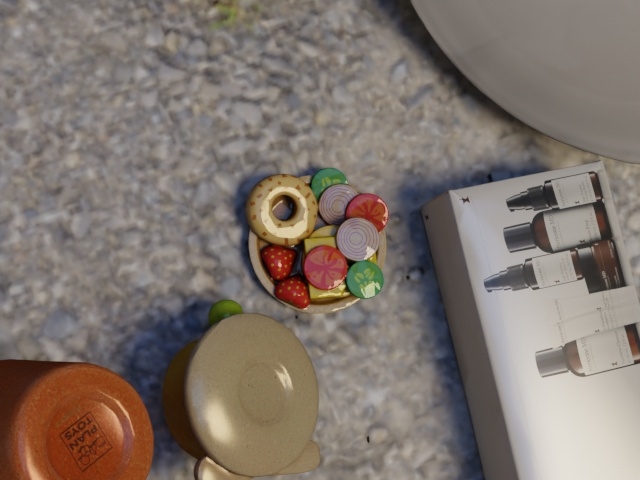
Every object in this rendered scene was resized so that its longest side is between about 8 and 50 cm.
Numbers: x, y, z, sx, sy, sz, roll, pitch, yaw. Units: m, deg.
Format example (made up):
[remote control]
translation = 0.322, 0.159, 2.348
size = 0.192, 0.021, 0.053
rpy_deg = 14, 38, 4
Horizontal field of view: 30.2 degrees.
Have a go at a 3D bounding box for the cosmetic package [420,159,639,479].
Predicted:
[cosmetic package]
translation = 0.136, 0.082, 0.672
size = 0.099, 0.060, 0.238
rpy_deg = -12, 84, -12

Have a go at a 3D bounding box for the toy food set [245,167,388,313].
[toy food set]
translation = 0.000, 0.000, 0.677
size = 0.083, 0.020, 0.083
rpy_deg = -5, 82, -12

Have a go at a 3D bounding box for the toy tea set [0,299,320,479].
[toy tea set]
translation = -0.098, 0.198, 0.602
size = 0.200, 0.124, 0.335
rpy_deg = 5, 76, -40

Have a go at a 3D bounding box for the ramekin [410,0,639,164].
[ramekin]
translation = 0.177, -0.185, 0.621
size = 0.273, 0.273, 0.127
rpy_deg = 42, 53, -3
